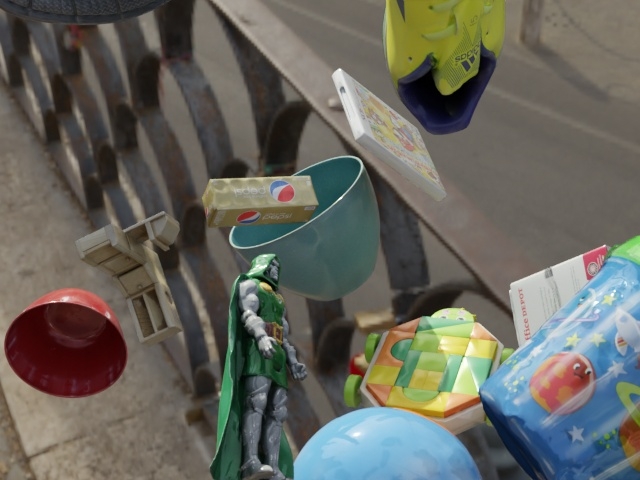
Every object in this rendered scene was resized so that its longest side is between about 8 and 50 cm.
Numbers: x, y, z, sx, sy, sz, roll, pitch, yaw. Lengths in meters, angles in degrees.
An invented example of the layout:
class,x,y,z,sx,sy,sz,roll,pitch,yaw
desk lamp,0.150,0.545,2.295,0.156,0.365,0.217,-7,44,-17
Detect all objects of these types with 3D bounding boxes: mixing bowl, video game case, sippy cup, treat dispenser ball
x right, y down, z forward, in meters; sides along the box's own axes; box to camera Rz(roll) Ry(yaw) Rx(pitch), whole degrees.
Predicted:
class,x,y,z,sx,sy,sz,roll,pitch,yaw
mixing bowl,-0.381,0.141,1.547,0.182,0.181,0.098,-2,32,-1
video game case,0.124,-0.190,1.819,0.026,0.227,0.206,-41,39,22
sippy cup,0.289,0.151,0.990,0.224,0.305,0.240,-34,62,-4
treat dispenser ball,0.091,0.379,1.428,0.288,0.288,0.288,-1,38,1

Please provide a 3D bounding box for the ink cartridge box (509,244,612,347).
class,x,y,z,sx,sy,sz,roll,pitch,yaw
ink cartridge box,0.327,0.087,1.294,0.063,0.150,0.109,18,57,-40

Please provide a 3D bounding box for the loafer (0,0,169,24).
class,x,y,z,sx,sy,sz,roll,pitch,yaw
loafer,-0.169,-0.266,0.931,0.303,0.109,0.095,-22,20,-24

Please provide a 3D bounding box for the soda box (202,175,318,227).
class,x,y,z,sx,sy,sz,roll,pitch,yaw
soda box,-0.101,-0.065,1.684,0.181,0.058,0.061,-3,61,-24

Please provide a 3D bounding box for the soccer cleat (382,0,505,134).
class,x,y,z,sx,sy,sz,roll,pitch,yaw
soccer cleat,0.080,-0.158,0.612,0.093,0.289,0.121,-6,71,4

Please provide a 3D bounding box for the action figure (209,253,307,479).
class,x,y,z,sx,sy,sz,roll,pitch,yaw
action figure,-0.053,0.115,0.946,0.064,0.137,0.232,-15,59,19

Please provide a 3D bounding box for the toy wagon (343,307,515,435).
class,x,y,z,sx,sy,sz,roll,pitch,yaw
toy wagon,0.203,0.211,1.774,0.267,0.068,0.344,5,35,20

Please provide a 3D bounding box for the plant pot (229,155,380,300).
class,x,y,z,sx,sy,sz,roll,pitch,yaw
plant pot,0.000,0.000,1.934,0.290,0.195,0.290,-28,22,12

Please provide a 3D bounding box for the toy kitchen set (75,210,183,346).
class,x,y,z,sx,sy,sz,roll,pitch,yaw
toy kitchen set,-0.134,0.028,0.789,0.068,0.083,0.075,-26,67,8
